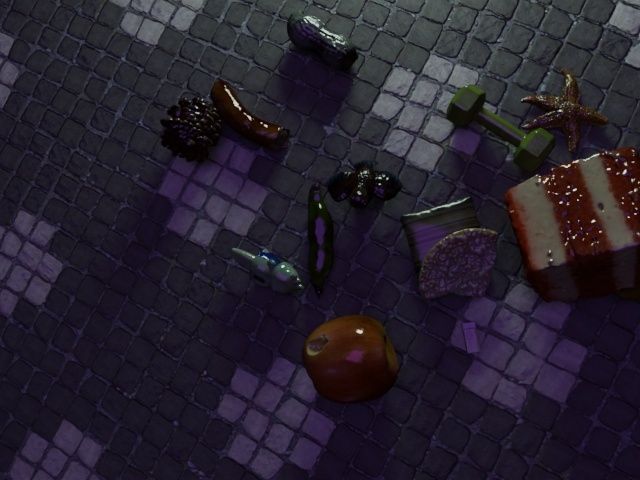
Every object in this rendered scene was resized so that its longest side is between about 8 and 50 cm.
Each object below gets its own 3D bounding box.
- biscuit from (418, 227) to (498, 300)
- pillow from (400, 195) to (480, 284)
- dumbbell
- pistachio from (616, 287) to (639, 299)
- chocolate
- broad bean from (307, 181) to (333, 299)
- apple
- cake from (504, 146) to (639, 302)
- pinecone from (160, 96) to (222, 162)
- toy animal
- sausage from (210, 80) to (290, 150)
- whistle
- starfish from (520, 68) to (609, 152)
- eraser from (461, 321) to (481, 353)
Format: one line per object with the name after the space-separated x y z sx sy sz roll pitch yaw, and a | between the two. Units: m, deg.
0.378 0.074 1.556 0.265 0.040 0.188 -38 94 8 | biscuit
0.348 0.004 1.607 0.208 0.052 0.212 -15 81 4 | pillow
0.493 -0.313 1.595 0.302 0.121 0.108 37 62 14 | dumbbell
0.838 0.085 1.472 0.189 0.110 0.100 -24 120 4 | pistachio
0.000 -0.598 1.734 0.248 0.110 0.110 36 90 14 | chocolate
0.000 0.000 1.672 0.077 0.061 0.339 -3 81 22 | broad bean
0.071 0.317 1.526 0.241 0.242 0.242 -21 79 14 | apple
0.644 -0.025 1.414 0.319 0.270 0.269 -17 58 19 | cake
-0.388 -0.339 1.745 0.179 0.150 0.195 30 76 -23 | pinecone
0.114 -0.157 1.615 0.218 0.179 0.116 4 108 12 | toy animal
-0.227 -0.372 1.762 0.302 0.076 0.103 38 83 12 | sausage
-0.152 0.084 1.674 0.244 0.110 0.092 27 56 14 | whistle
0.673 -0.361 1.602 0.227 0.043 0.240 2 80 10 | starfish
0.410 0.264 1.576 0.038 0.019 0.083 -11 80 11 | eraser
